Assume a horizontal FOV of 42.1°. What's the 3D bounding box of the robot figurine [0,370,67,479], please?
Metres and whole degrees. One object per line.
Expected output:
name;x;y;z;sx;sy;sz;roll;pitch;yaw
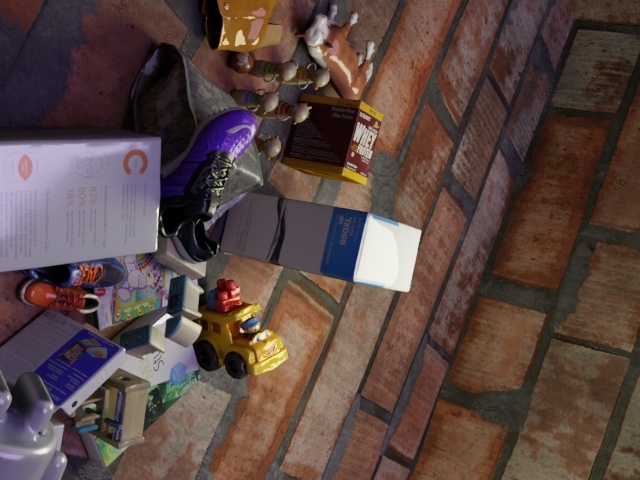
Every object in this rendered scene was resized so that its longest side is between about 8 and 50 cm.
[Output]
robot figurine;-0.553;0.373;1.317;0.300;0.200;0.353;26;96;-35

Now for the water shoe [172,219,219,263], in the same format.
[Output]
water shoe;-0.276;-0.047;1.678;0.203;0.080;0.073;58;35;-21

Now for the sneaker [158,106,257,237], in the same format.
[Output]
sneaker;-0.212;-0.111;1.539;0.293;0.146;0.102;-41;142;18

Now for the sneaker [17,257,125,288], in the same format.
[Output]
sneaker;-0.470;0.060;1.570;0.221;0.087;0.083;8;109;-39

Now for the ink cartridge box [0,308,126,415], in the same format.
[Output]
ink cartridge box;-0.501;0.234;1.526;0.208;0.206;0.045;-44;146;-39

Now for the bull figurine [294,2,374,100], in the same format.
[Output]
bull figurine;0.046;-0.501;2.180;0.188;0.101;0.310;-62;145;-24

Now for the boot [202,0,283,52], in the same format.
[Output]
boot;-0.165;-0.565;1.836;0.211;0.104;0.294;-14;112;-50

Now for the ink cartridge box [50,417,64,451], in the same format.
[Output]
ink cartridge box;-0.607;0.468;1.537;0.201;0.117;0.278;4;98;-57

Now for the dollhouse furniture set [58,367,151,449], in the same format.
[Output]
dollhouse furniture set;-0.449;0.331;1.619;0.184;0.129;0.129;-3;104;-52

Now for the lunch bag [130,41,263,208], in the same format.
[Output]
lunch bag;-0.262;-0.244;1.729;0.235;0.169;0.286;36;34;-52

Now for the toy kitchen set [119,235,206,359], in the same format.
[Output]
toy kitchen set;-0.343;0.118;1.722;0.122;0.166;0.207;39;41;-46

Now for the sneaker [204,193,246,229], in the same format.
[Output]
sneaker;-0.275;-0.083;1.870;0.235;0.095;0.090;-34;128;-21

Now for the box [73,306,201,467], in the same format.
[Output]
box;-0.408;0.308;1.837;0.322;0.059;0.232;-42;134;-39

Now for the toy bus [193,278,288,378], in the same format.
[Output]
toy bus;-0.198;0.201;1.977;0.150;0.220;0.211;-20;112;-47

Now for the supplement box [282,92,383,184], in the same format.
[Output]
supplement box;0.033;-0.264;2.166;0.129;0.191;0.194;17;87;-58

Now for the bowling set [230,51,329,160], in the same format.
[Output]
bowling set;-0.119;-0.346;1.937;0.200;0.154;0.286;49;61;-53

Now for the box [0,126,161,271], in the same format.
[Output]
box;-0.468;-0.081;1.442;0.345;0.168;0.214;-8;108;-44

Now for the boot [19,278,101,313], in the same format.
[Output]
boot;-0.497;0.108;1.601;0.158;0.085;0.059;14;92;-56

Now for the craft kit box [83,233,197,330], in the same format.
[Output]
craft kit box;-0.378;0.033;1.735;0.247;0.061;0.249;-23;121;-40

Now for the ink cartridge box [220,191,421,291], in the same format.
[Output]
ink cartridge box;0.000;0.000;2.031;0.285;0.395;0.166;14;88;-58
